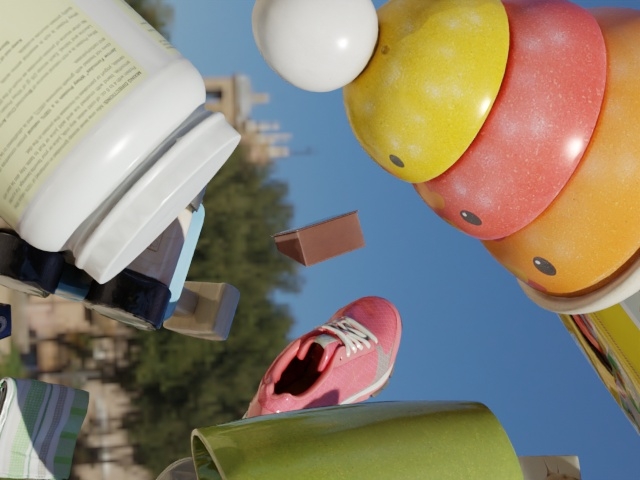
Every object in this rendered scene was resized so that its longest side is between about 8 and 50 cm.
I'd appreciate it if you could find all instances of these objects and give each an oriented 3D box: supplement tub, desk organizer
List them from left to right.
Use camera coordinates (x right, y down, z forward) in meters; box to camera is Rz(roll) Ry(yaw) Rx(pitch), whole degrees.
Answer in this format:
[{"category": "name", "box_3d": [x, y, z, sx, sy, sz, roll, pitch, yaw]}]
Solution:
[{"category": "supplement tub", "box_3d": [-0.261, -0.139, 1.422, 0.325, 0.235, 0.235, 43, -17, 0]}, {"category": "desk organizer", "box_3d": [0.000, 0.000, 1.937, 0.047, 0.130, 0.050, -12, -86, 41]}]

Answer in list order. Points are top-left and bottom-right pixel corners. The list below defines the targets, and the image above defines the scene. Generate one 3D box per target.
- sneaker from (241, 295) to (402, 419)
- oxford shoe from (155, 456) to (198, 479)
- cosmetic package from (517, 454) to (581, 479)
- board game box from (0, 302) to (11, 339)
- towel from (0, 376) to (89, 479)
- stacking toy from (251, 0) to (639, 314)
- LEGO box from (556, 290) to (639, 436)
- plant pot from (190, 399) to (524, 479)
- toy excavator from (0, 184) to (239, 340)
[{"category": "sneaker", "box_3d": [0.018, 0.158, 1.921, 0.314, 0.116, 0.136, -44, 157, -38]}, {"category": "oxford shoe", "box_3d": [-0.215, 0.449, 1.977, 0.449, 0.169, 0.130, -69, 155, -49]}, {"category": "cosmetic package", "box_3d": [0.258, 0.421, 1.821, 0.113, 0.160, 0.309, 87, 0, -45]}, {"category": "board game box", "box_3d": [-0.519, 0.098, 1.790, 0.243, 0.165, 0.042, 9, -72, 33]}, {"category": "towel", "box_3d": [-0.319, 0.215, 1.661, 0.152, 0.023, 0.113, 21, 85, -59]}, {"category": "stacking toy", "box_3d": [0.141, -0.150, 1.519, 0.350, 0.480, 0.350, -49, -150, 41]}, {"category": "LEGO box", "box_3d": [0.497, 0.022, 1.936, 0.500, 0.373, 0.193, 60, -4, 37]}, {"category": "plant pot", "box_3d": [0.051, 0.274, 1.510, 0.275, 0.294, 0.274, 161, -90, -77]}, {"category": "toy excavator", "box_3d": [-0.277, 0.019, 2.069, 0.445, 0.433, 0.222, 162, -54, -69]}]
